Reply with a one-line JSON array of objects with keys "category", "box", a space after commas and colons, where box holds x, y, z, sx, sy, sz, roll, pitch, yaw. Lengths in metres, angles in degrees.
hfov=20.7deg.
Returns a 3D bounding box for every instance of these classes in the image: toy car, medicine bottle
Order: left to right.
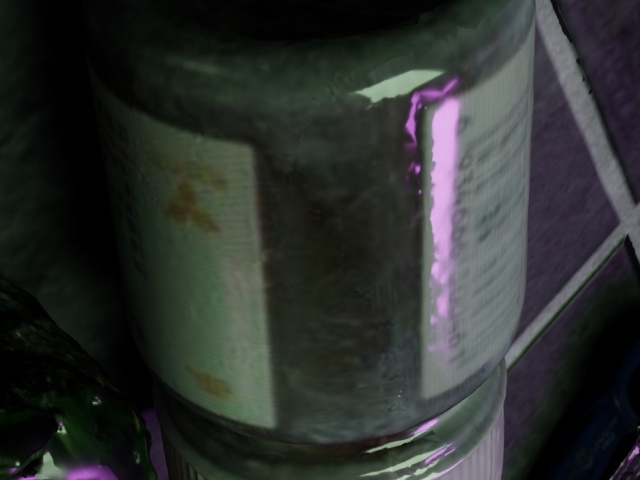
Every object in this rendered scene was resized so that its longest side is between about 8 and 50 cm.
[{"category": "medicine bottle", "box": [0.000, 0.000, 0.699, 0.165, 0.165, 0.273, -30, 137, -29]}, {"category": "toy car", "box": [0.183, 0.138, 1.080, 0.103, 0.063, 0.216, 12, 116, -51]}]

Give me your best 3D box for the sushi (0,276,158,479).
[{"category": "sushi", "box": [-0.164, 0.094, 0.623, 0.225, 0.127, 0.124, -9, 123, -46]}]
